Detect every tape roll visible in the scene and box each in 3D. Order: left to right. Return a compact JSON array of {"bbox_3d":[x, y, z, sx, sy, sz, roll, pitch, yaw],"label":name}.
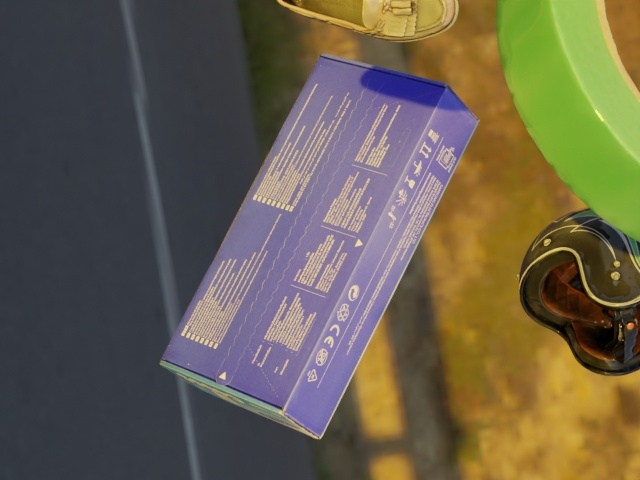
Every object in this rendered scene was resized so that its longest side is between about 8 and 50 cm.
[{"bbox_3d":[0.291,-0.144,1.493,0.077,0.321,0.321,-38,-127,53],"label":"tape roll"}]

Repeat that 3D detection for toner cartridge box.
[{"bbox_3d":[0.000,0.000,1.821,0.075,0.165,0.348,40,74,-49],"label":"toner cartridge box"}]

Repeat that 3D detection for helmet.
[{"bbox_3d":[0.296,0.041,1.986,0.161,0.169,0.169,50,-13,38],"label":"helmet"}]

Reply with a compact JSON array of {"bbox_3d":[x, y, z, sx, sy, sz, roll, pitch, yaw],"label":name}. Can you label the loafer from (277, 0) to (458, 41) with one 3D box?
[{"bbox_3d":[0.028,-0.153,1.244,0.039,0.125,0.045,-15,112,-55],"label":"loafer"}]
